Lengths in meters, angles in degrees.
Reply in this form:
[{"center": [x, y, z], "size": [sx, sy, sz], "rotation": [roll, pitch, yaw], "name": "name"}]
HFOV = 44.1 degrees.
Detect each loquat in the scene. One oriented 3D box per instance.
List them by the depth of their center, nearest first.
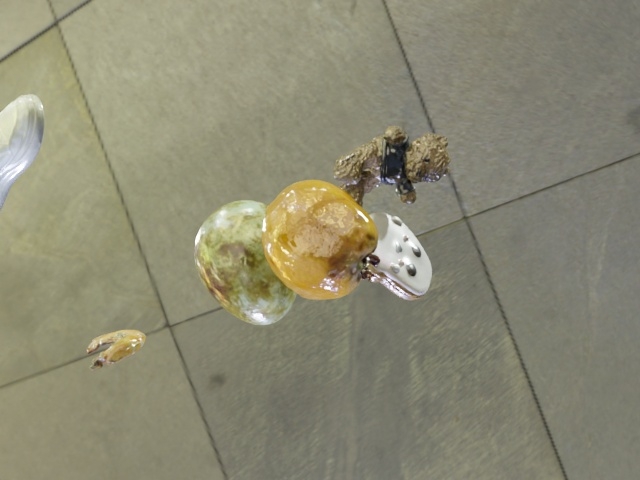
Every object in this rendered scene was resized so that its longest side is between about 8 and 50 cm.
[{"center": [0.000, 0.000, 1.329], "size": [0.234, 0.176, 0.187], "rotation": [37, 131, 25], "name": "loquat"}]

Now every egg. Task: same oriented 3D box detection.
[{"center": [-0.157, 0.051, 1.784], "size": [0.238, 0.238, 0.289], "rotation": [-23, 85, 28], "name": "egg"}]

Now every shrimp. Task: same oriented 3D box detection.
[{"center": [-0.534, 0.278, 2.034], "size": [0.133, 0.187, 0.051], "rotation": [-1, 106, 24], "name": "shrimp"}]

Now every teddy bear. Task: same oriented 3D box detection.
[{"center": [0.140, -0.161, 1.637], "size": [0.252, 0.182, 0.129], "rotation": [-11, 50, 3], "name": "teddy bear"}]

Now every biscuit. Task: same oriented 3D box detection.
[{"center": [0.154, 0.027, 1.596], "size": [0.208, 0.180, 0.049], "rotation": [32, 133, -26], "name": "biscuit"}]

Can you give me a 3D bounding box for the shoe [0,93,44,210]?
[{"center": [-0.663, -0.161, 1.523], "size": [0.316, 0.159, 0.124], "rotation": [-56, 51, 22], "name": "shoe"}]
